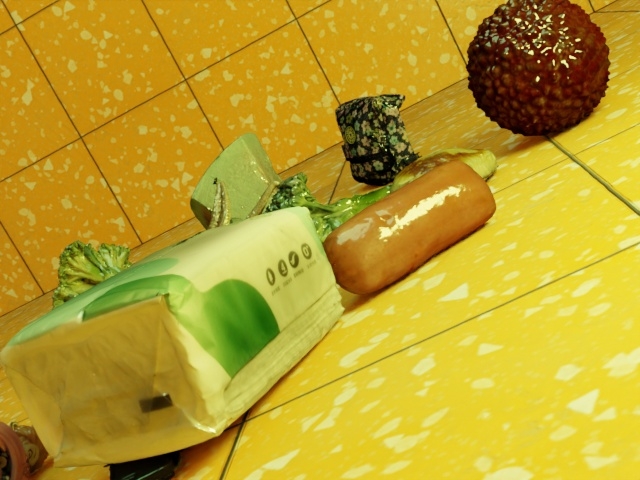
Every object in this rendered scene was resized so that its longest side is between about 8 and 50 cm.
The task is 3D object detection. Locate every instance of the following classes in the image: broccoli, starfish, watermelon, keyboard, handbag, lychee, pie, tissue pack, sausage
[{"bbox_3d":[0.034,-0.044,1.525,0.274,0.177,0.198,-12,12,-4],"label":"broccoli"},{"bbox_3d":[-0.247,0.041,1.662,0.384,0.132,0.398,-63,11,-11],"label":"starfish"},{"bbox_3d":[-0.157,-0.082,2.085,0.228,0.258,0.387,-48,-26,-22],"label":"watermelon"},{"bbox_3d":[-0.212,0.251,1.021,0.093,0.025,0.230,-28,10,-9],"label":"keyboard"},{"bbox_3d":[-0.476,0.116,1.968,0.252,0.221,0.361,6,-2,-22],"label":"broccoli"},{"bbox_3d":[0.123,-0.231,1.996,0.126,0.208,0.228,-17,10,-29],"label":"handbag"},{"bbox_3d":[0.396,-0.319,1.572,0.264,0.264,0.300,-27,-14,6],"label":"lychee"},{"bbox_3d":[0.212,-0.113,1.513,0.178,0.084,0.205,-20,10,38],"label":"pie"},{"bbox_3d":[-0.164,0.107,1.056,0.266,0.194,0.356,-18,9,28],"label":"tissue pack"},{"bbox_3d":[0.117,-0.015,1.215,0.259,0.114,0.113,-30,11,-18],"label":"sausage"}]

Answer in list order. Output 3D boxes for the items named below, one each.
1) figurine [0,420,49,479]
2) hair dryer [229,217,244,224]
[{"bbox_3d":[-0.434,0.292,1.166,0.114,0.126,0.157,15,12,-4],"label":"figurine"},{"bbox_3d":[-0.106,0.011,1.769,0.298,0.119,0.296,-12,20,13],"label":"hair dryer"}]
